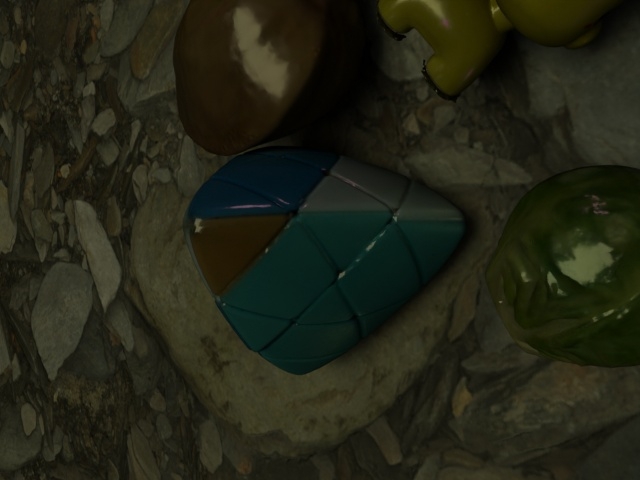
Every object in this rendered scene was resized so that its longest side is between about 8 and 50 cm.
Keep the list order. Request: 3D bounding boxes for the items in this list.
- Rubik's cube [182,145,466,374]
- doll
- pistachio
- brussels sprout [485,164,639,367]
[{"bbox_3d":[0.000,0.000,0.569,0.254,0.254,0.254,4,96,42],"label":"Rubik's cube"},{"bbox_3d":[0.158,-0.200,0.475,0.221,0.143,0.135,-28,103,46],"label":"doll"},{"bbox_3d":[-0.072,-0.176,0.655,0.261,0.163,0.212,-15,48,53],"label":"pistachio"},{"bbox_3d":[0.191,0.020,0.462,0.155,0.118,0.155,1,93,32],"label":"brussels sprout"}]
